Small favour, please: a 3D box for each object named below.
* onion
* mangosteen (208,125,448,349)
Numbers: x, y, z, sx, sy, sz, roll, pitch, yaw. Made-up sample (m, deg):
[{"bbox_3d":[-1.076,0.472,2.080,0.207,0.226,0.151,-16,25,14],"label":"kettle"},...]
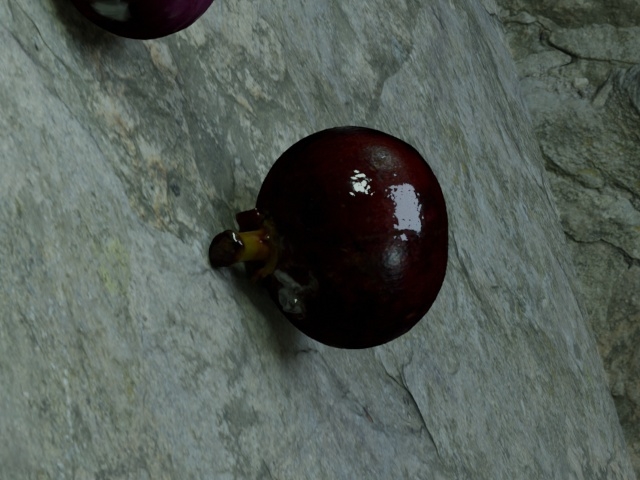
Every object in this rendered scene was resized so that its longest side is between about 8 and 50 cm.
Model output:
[{"bbox_3d":[-0.174,-0.281,1.727,0.207,0.200,0.201,106,-26,-66],"label":"onion"},{"bbox_3d":[0.000,0.000,1.911,0.261,0.235,0.235,-5,71,-25],"label":"mangosteen"}]
